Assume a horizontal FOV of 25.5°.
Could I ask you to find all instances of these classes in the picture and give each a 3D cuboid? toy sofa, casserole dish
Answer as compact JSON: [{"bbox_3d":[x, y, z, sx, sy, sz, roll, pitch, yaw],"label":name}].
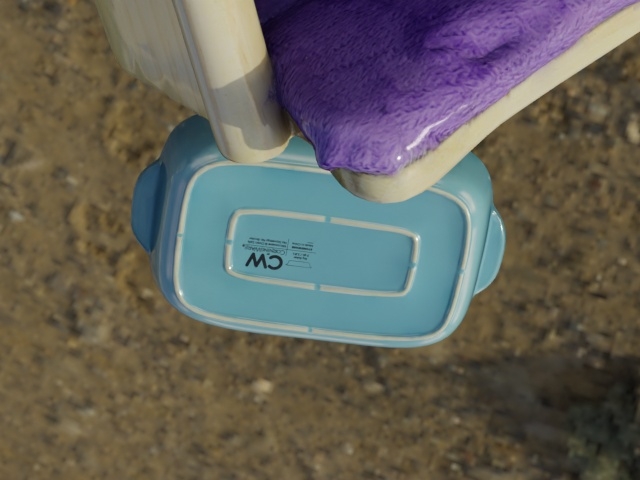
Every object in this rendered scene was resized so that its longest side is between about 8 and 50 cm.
[{"bbox_3d":[0.083,-0.178,0.552,0.177,0.362,0.150,34,148,46],"label":"toy sofa"},{"bbox_3d":[0.000,0.000,0.692,0.188,0.037,0.114,8,111,-4],"label":"casserole dish"}]
